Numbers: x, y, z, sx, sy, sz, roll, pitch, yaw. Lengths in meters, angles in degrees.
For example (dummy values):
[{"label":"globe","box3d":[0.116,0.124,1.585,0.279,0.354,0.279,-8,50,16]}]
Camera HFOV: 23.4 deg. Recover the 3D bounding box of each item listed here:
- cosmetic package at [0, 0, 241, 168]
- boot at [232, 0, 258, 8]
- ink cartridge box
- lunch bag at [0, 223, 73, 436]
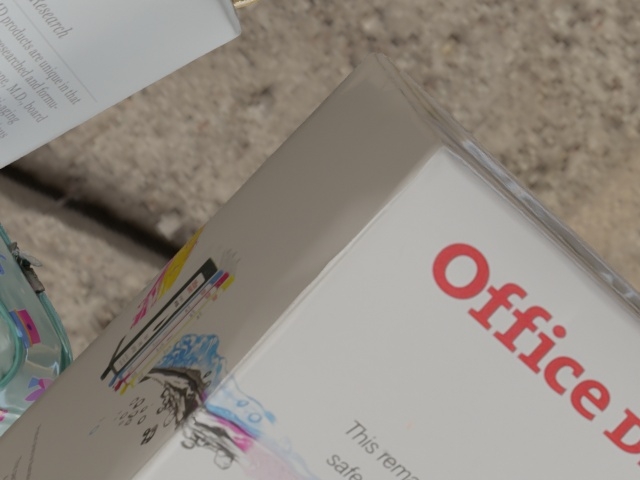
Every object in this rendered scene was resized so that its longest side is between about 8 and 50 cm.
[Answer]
[{"label":"cosmetic package","box3d":[-0.331,-0.261,1.226,0.393,0.329,0.327,-30,159,1]},{"label":"boot","box3d":[-0.088,-0.284,1.481,0.207,0.248,0.090,-24,120,-48]},{"label":"ink cartridge box","box3d":[0.008,0.087,0.499,0.171,0.168,0.233,42,98,-15]},{"label":"lunch bag","box3d":[-0.342,0.092,1.240,0.279,0.224,0.108,-40,156,13]}]
